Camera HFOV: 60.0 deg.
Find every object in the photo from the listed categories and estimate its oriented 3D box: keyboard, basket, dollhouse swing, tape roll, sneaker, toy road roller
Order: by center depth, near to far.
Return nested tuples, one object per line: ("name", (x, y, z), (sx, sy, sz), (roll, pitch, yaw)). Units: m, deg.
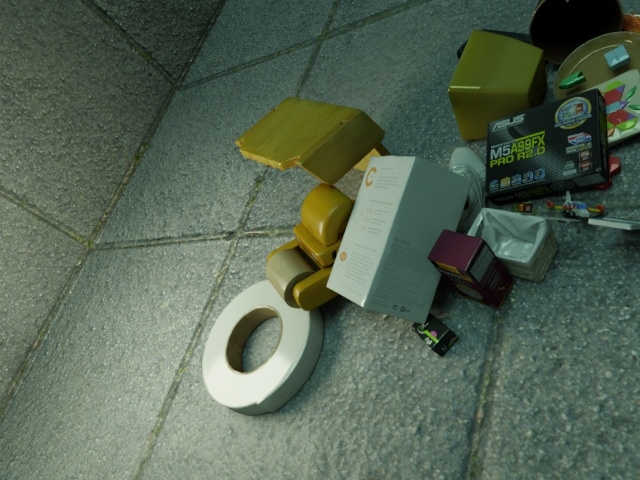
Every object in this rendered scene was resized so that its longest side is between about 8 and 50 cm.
("basket", (0.424, 0.010, 1.229), (0.167, 0.103, 0.113), (18, 72, 47))
("sneaker", (0.781, -0.512, 1.365), (0.067, 0.064, 0.175), (-47, 37, 16))
("sneaker", (0.361, -0.132, 1.378), (0.111, 0.129, 0.297), (-21, 46, 30))
("toy road roller", (0.000, 0.000, 1.461), (0.330, 0.240, 0.202), (-31, 39, -11))
("tape roll", (-0.167, 0.291, 1.550), (0.392, 0.072, 0.392), (-23, 45, 26))
("dollhouse swing", (0.009, -0.221, 1.580), (0.315, 0.305, 0.347), (-44, 39, -17))
("keyboard", (0.524, -0.543, 1.638), (0.201, 0.033, 0.317), (-51, 39, -3))

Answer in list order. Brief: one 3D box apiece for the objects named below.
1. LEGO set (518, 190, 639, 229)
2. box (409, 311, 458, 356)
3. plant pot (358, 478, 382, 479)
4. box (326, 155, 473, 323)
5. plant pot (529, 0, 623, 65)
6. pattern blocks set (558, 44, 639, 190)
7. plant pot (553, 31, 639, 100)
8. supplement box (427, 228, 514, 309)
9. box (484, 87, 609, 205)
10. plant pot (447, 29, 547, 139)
("LEGO set", (0.542, -0.064, 1.133), (0.244, 0.183, 0.060), (14, 103, 47))
("box", (0.257, 0.210, 1.255), (0.062, 0.052, 0.083), (-49, 39, 0))
("plant pot", (0.061, 0.548, 0.992), (0.237, 0.110, 0.237), (-33, 42, 36))
("box", (0.177, -0.010, 1.298), (0.215, 0.168, 0.345), (21, 93, 67))
("plant pot", (0.669, -0.617, 1.456), (0.215, 0.215, 0.230), (-12, 41, 35))
("pattern blocks set", (0.671, -0.296, 1.270), (0.285, 0.026, 0.324), (-35, 48, 23))
("plant pot", (0.694, -0.397, 1.347), (0.236, 0.032, 0.236), (-19, 59, 34))
("supplement box", (0.329, 0.063, 1.203), (0.104, 0.188, 0.080), (19, 73, 48))
("box", (0.525, -0.213, 1.305), (0.270, 0.060, 0.216), (-11, 62, 43))
("plant pot", (0.475, -0.397, 1.447), (0.187, 0.212, 0.212), (14, 68, 31))
